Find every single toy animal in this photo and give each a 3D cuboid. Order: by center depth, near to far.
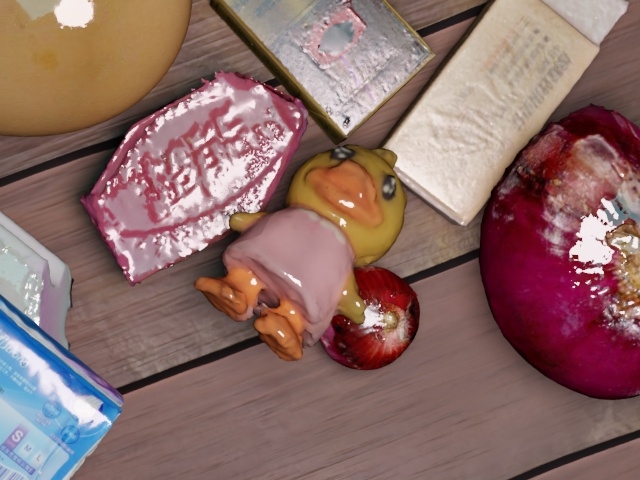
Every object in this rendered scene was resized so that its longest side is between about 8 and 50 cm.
[{"bbox_3d":[0.001,0.000,1.717,0.195,0.169,0.281,36,78,7],"label":"toy animal"}]

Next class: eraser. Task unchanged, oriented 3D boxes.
[{"bbox_3d":[0.218,-0.192,1.827,0.144,0.078,0.343,38,87,-5],"label":"eraser"}]

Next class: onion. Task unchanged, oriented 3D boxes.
[{"bbox_3d":[0.315,0.030,1.752,0.260,0.282,0.337,-35,108,0],"label":"onion"},{"bbox_3d":[0.057,0.092,1.804,0.131,0.131,0.131,0,92,-5],"label":"onion"}]

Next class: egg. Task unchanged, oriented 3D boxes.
[{"bbox_3d":[-0.329,-0.266,1.671,0.374,0.301,0.301,-4,92,7],"label":"egg"}]

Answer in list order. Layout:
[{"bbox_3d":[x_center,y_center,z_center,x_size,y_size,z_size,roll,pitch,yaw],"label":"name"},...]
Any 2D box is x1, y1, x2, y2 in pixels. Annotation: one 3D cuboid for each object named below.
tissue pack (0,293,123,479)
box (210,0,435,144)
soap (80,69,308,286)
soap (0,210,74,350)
[{"bbox_3d":[-0.370,0.167,1.603,0.263,0.146,0.198,41,88,-6],"label":"tissue pack"},{"bbox_3d":[0.002,-0.258,1.813,0.159,0.071,0.240,-42,93,-4],"label":"box"},{"bbox_3d":[-0.142,-0.089,1.787,0.289,0.112,0.182,-29,96,-4],"label":"soap"},{"bbox_3d":[-0.480,0.051,1.741,0.446,0.156,0.261,40,88,-5],"label":"soap"}]
